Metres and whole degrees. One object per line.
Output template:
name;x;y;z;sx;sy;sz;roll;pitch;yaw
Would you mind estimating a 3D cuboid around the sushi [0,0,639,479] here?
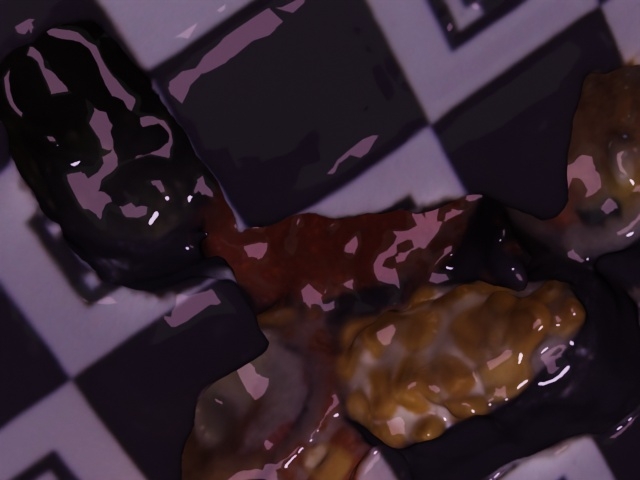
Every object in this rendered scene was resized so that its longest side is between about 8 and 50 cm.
sushi;0.000;0.000;0.462;0.343;0.064;0.359;-36;121;-8
